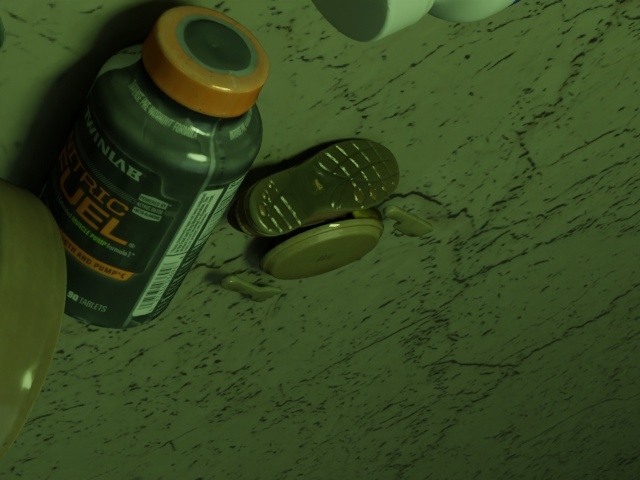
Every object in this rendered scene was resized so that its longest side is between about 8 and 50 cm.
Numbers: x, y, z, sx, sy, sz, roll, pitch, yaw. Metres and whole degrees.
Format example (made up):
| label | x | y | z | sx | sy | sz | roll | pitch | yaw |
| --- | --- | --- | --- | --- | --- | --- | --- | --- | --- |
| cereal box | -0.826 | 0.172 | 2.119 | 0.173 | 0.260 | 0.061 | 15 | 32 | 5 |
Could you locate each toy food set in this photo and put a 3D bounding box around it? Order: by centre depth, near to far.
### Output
| label | x | y | z | sx | sy | sz | roll | pitch | yaw |
| --- | --- | --- | --- | --- | --- | --- | --- | --- | --- |
| toy food set | 0.000 | 0.000 | 1.417 | 0.192 | 0.038 | 0.132 | -23 | 163 | 15 |

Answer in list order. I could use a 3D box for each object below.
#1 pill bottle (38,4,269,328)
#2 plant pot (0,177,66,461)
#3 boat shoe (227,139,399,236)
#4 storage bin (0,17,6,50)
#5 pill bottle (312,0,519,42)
| label | x | y | z | sx | sy | sz | roll | pitch | yaw |
| --- | --- | --- | --- | --- | --- | --- | --- | --- | --- |
| pill bottle | -0.125 | -0.056 | 1.107 | 0.130 | 0.130 | 0.245 | -7 | 143 | -39 |
| plant pot | -0.336 | 0.040 | 0.972 | 0.263 | 0.263 | 0.229 | -43 | 132 | 21 |
| boat shoe | -0.007 | -0.046 | 1.331 | 0.178 | 0.064 | 0.060 | -21 | -175 | -37 |
| storage bin | -0.255 | -0.133 | 0.859 | 0.098 | 0.135 | 0.091 | -8 | 154 | -38 |
| pill bottle | 0.116 | -0.233 | 0.961 | 0.272 | 0.152 | 0.152 | -30 | 154 | -23 |
